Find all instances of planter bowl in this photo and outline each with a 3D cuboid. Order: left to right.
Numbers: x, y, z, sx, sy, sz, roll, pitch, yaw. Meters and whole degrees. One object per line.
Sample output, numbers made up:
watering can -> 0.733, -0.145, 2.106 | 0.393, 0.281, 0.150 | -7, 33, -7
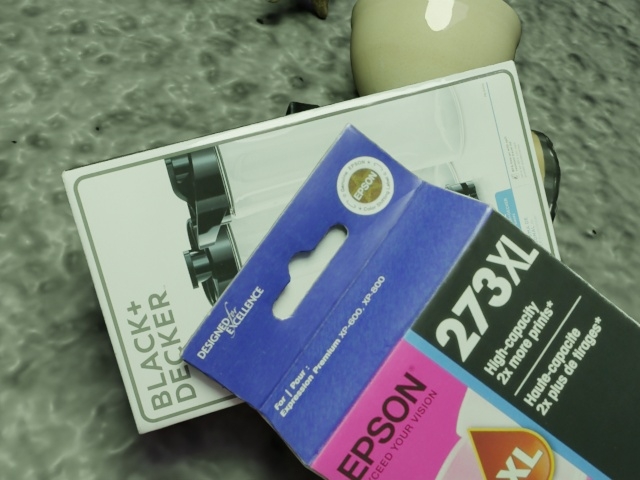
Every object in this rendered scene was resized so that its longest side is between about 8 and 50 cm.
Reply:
planter bowl -> 0.101, -0.153, 0.649 | 0.162, 0.162, 0.109 | 11, 80, -8

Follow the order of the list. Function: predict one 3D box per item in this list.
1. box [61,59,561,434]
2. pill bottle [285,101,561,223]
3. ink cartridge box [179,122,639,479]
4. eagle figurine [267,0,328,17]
box -> 0.000, 0.000, 0.462 | 0.290, 0.087, 0.169 | -14, 96, -8
pill bottle -> 0.074, -0.051, 0.578 | 0.219, 0.123, 0.123 | 9, 55, -9
ink cartridge box -> 0.117, 0.107, 0.412 | 0.371, 0.069, 0.176 | 37, 85, -7
eagle figurine -> -0.035, -0.402, 0.743 | 0.225, 0.226, 0.298 | 6, 65, -56
